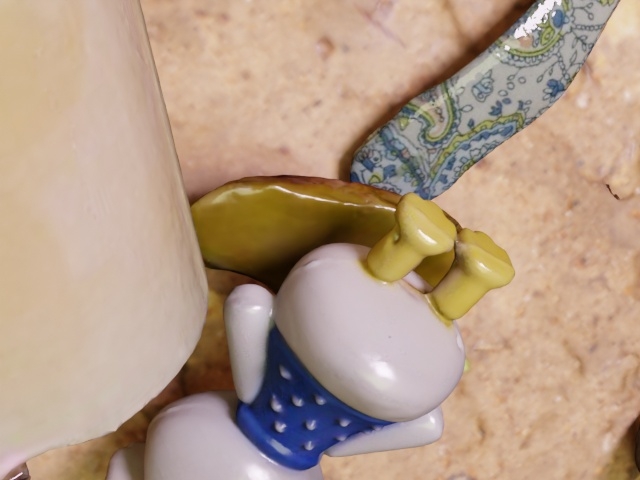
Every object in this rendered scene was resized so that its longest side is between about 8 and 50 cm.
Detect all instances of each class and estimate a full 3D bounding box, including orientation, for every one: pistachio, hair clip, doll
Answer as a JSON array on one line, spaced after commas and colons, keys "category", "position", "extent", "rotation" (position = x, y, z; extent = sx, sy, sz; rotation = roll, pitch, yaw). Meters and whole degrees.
[{"category": "pistachio", "position": [0.000, 0.000, 0.729], "extent": [0.173, 0.049, 0.089], "rotation": [11, 126, -17]}, {"category": "hair clip", "position": [0.106, -0.098, 0.725], "extent": [0.229, 0.036, 0.066], "rotation": [-46, 124, 7]}, {"category": "doll", "position": [-0.016, 0.096, 0.709], "extent": [0.138, 0.119, 0.293], "rotation": [31, 115, -18]}]

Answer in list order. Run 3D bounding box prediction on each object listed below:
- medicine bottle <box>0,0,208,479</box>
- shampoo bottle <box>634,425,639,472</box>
[{"category": "medicine bottle", "position": [-0.197, -0.122, 0.514], "extent": [0.236, 0.235, 0.406], "rotation": [-15, 117, -9]}, {"category": "shampoo bottle", "position": [0.364, 0.195, 0.907], "extent": [0.350, 0.084, 0.125], "rotation": [34, 99, -27]}]
